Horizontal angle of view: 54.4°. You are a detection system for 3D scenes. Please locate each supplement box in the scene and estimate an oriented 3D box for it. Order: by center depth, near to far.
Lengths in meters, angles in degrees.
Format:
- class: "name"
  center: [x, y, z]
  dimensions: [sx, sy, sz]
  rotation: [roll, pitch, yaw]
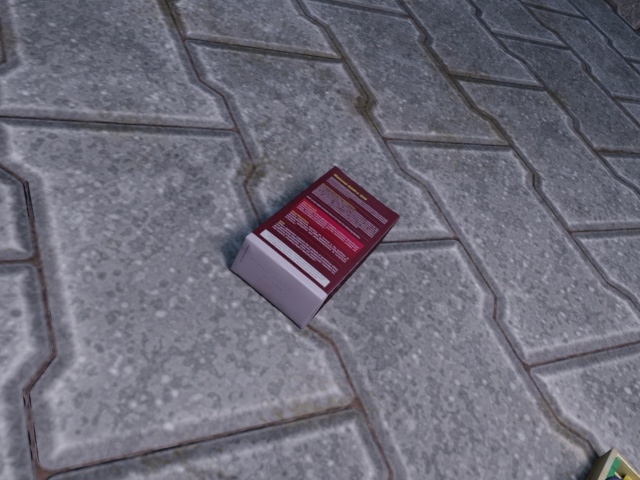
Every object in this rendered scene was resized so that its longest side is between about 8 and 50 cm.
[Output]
- class: "supplement box"
  center: [0.000, 0.000, 0.875]
  dimensions: [0.130, 0.073, 0.239]
  rotation: [39, 43, 8]

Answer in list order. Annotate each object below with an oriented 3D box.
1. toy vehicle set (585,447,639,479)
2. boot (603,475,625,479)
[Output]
- class: "toy vehicle set"
  center: [0.362, 0.374, 0.721]
  dimensions: [0.166, 0.035, 0.266]
  rotation: [47, 34, 18]
- class: "boot"
  center: [0.393, 0.345, 0.687]
  dimensions: [0.190, 0.069, 0.086]
  rotation: [41, 27, 10]
